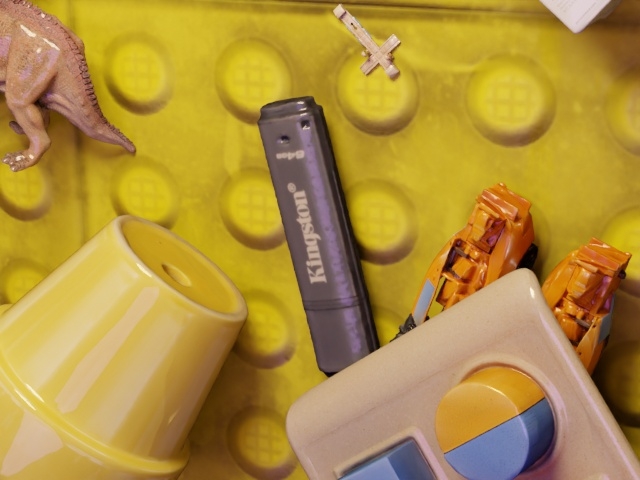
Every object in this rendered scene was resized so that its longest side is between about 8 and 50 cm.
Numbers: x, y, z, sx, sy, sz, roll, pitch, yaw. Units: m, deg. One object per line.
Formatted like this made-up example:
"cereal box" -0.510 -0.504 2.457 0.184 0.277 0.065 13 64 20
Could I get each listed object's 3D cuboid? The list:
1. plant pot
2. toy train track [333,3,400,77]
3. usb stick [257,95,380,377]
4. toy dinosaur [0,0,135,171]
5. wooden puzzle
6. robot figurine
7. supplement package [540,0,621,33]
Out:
"plant pot" -0.206 0.115 1.407 0.254 0.254 0.239 40 104 8
"toy train track" 0.041 -0.184 1.317 0.083 0.014 0.048 50 119 4
"usb stick" 0.000 0.000 1.372 0.077 0.045 0.278 -3 105 44
"toy dinosaur" -0.300 -0.200 1.413 0.296 0.127 0.200 34 110 5
"wooden puzzle" 0.133 0.243 1.245 0.322 0.080 0.347 -34 77 37
"robot figurine" 0.159 0.106 1.311 0.211 0.085 0.291 31 117 22
"supplement package" 0.192 -0.272 1.168 0.179 0.105 0.105 45 119 6
